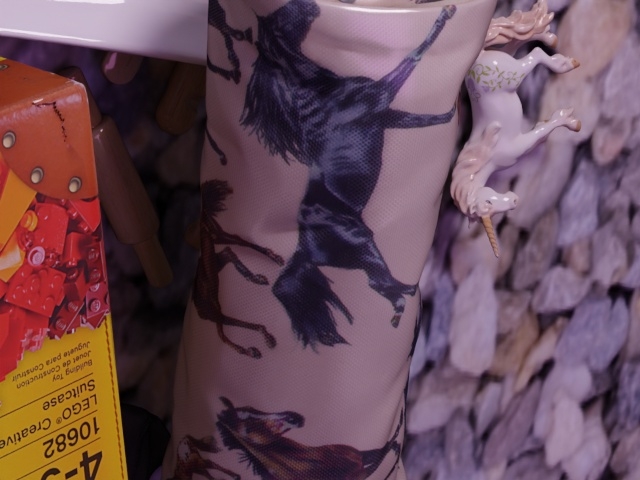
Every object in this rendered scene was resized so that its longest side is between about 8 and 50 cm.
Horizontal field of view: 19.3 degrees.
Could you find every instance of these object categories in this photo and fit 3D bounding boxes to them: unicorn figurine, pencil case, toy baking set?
[{"bbox_3d":[0.132,-0.083,1.326,0.111,0.060,0.162,-21,102,-26],"label":"unicorn figurine"},{"bbox_3d":[0.000,0.000,1.113,0.160,0.183,0.410,9,116,2],"label":"pencil case"},{"bbox_3d":[-0.074,-0.096,1.194,0.197,0.030,0.256,-39,124,-20],"label":"toy baking set"}]

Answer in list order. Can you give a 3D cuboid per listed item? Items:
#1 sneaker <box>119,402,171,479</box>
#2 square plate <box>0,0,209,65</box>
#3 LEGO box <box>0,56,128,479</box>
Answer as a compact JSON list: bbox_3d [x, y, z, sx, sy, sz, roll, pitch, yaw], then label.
[{"bbox_3d":[-0.163,0.234,1.211,0.130,0.109,0.286,4,108,-44],"label":"sneaker"},{"bbox_3d":[-0.113,-0.274,1.044,0.347,0.049,0.344,5,111,-26],"label":"square plate"},{"bbox_3d":[-0.343,0.145,0.888,0.500,0.193,0.372,-25,121,-40],"label":"LEGO box"}]
